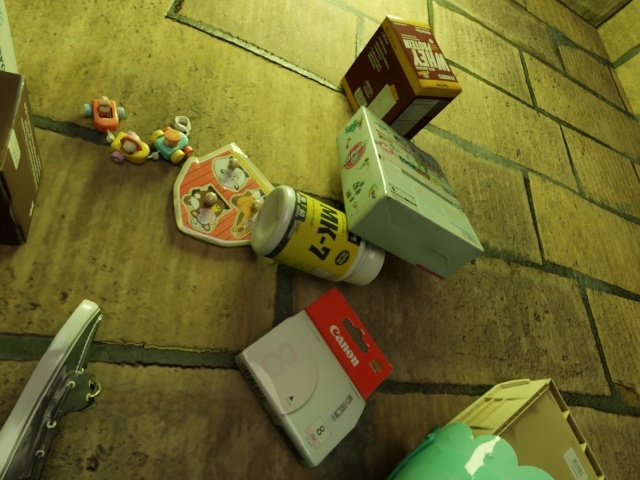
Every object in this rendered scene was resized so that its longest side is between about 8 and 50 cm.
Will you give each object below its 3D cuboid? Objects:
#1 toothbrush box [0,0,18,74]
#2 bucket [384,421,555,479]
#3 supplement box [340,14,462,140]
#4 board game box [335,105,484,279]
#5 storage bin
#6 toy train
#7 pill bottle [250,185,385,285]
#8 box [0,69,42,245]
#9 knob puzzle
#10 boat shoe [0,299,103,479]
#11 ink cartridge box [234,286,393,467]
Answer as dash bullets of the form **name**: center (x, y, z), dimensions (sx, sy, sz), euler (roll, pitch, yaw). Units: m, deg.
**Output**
- **toothbrush box**: center (-0.537, -0.256, 0.444), dimensions (0.296, 0.216, 0.126), euler (16, 60, -24)
- **bucket**: center (0.186, 0.406, 0.504), dimensions (0.183, 0.281, 0.281), euler (-24, 80, -34)
- **supplement box**: center (0.175, -0.354, 0.912), dimensions (0.129, 0.194, 0.191), euler (-11, 73, -34)
- **board game box**: center (0.153, -0.098, 0.760), dimensions (0.224, 0.097, 0.303), euler (27, 36, -25)
- **storage bin**: center (0.356, 0.411, 0.686), dimensions (0.261, 0.123, 0.262), euler (-16, 75, -35)
- **toy train**: center (-0.291, -0.186, 0.655), dimensions (0.166, 0.046, 0.125), euler (-1, 68, -30)
- **pill bottle**: center (0.000, 0.000, 0.679), dimensions (0.209, 0.119, 0.119), euler (23, 57, -28)
- **box**: center (-0.519, -0.106, 0.395), dimensions (0.382, 0.191, 0.143), euler (9, 63, -27)
- **knob puzzle**: center (-0.161, -0.071, 0.683), dimensions (0.213, 0.030, 0.213), euler (13, 62, -25)
- **boat shoe**: center (-0.296, 0.183, 0.453), dimensions (0.076, 0.080, 0.228), euler (29, 56, -22)
- **ink cartridge box**: center (0.009, 0.195, 0.636), dimensions (0.232, 0.066, 0.189), euler (-31, 84, -33)
